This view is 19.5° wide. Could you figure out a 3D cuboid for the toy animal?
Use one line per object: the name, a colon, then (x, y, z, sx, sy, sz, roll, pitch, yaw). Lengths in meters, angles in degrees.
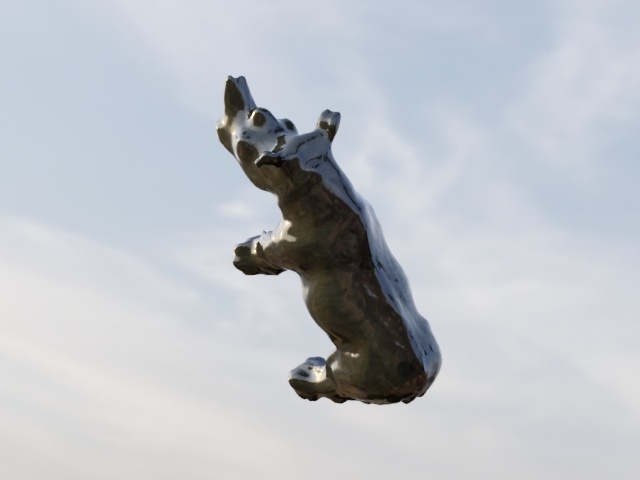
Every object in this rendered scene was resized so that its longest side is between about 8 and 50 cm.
toy animal: (0.000, 0.000, 0.674, 0.047, 0.136, 0.065, -27, 7, -27)
